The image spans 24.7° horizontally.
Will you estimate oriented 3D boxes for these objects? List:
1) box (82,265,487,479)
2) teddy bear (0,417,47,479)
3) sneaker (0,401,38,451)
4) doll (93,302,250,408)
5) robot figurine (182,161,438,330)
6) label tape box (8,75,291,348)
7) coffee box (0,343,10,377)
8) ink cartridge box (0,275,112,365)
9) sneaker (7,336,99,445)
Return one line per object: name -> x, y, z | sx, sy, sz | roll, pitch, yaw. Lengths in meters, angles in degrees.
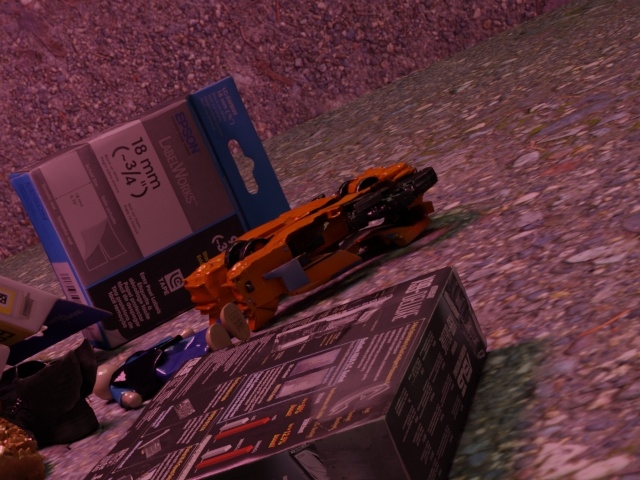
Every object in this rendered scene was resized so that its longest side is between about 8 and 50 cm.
box -> -0.023, 0.130, 1.010 | 0.242, 0.076, 0.307 | -21, 10, 17
teddy bear -> -0.385, 0.220, 1.137 | 0.338, 0.113, 0.245 | -33, -26, -8
sneaker -> -0.325, 0.201, 1.369 | 0.083, 0.087, 0.221 | 14, 8, -25
doll -> -0.156, 0.120, 1.462 | 0.189, 0.046, 0.129 | -25, 17, 31
robot figurine -> 0.000, 0.000, 1.629 | 0.291, 0.085, 0.211 | -29, 11, -24
label tape box -> -0.186, -0.046, 1.845 | 0.334, 0.240, 0.106 | -28, 10, -23
coffee box -> -0.513, 0.120, 1.567 | 0.168, 0.297, 0.118 | -7, 63, 54
ink cartridge box -> -0.455, 0.098, 1.747 | 0.304, 0.307, 0.072 | -26, 46, 52
sneaker -> -0.275, 0.155, 1.429 | 0.170, 0.089, 0.051 | -16, 12, 36
